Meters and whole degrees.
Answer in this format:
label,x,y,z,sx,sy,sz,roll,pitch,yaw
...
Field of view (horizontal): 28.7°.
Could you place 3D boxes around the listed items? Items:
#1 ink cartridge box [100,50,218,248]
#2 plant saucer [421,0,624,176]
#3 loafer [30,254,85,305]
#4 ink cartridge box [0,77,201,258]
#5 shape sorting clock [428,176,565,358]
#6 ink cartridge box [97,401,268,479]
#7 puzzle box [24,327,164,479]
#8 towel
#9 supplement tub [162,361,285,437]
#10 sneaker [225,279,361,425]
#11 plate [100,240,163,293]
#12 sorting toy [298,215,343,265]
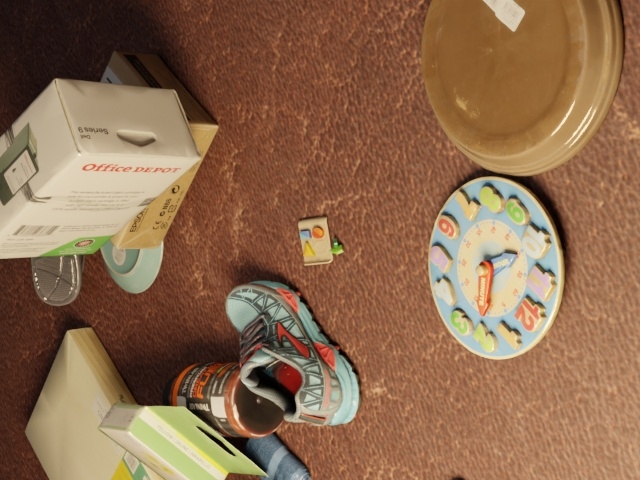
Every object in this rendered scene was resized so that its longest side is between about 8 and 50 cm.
label,x,y,z,sx,sy,sz,roll,pitch,yaw
ink cartridge box,-0.275,-0.134,1.871,0.193,0.088,0.235,47,122,32
plant saucer,0.205,-0.207,1.363,0.278,0.041,0.278,8,100,49
loafer,-0.431,-0.047,2.072,0.095,0.109,0.303,-75,-12,-81
ink cartridge box,-0.336,-0.093,1.725,0.289,0.211,0.122,-36,67,37
shape sorting clock,0.192,0.031,1.408,0.206,0.040,0.206,8,101,48
ink cartridge box,-0.200,0.301,1.784,0.171,0.056,0.235,43,157,-21
puzzle box,-0.352,0.382,2.070,0.409,0.052,0.272,53,130,30
towel,-0.062,0.314,1.745,0.119,0.029,0.067,42,124,38
supplement tub,-0.142,0.224,1.767,0.198,0.106,0.106,-8,89,49
sneaker,-0.061,0.142,1.647,0.262,0.125,0.104,43,124,37
plate,-0.312,-0.008,1.994,0.188,0.024,0.188,8,101,47
sorting toy,0.000,0.000,1.645,0.083,0.012,0.062,-7,89,49
